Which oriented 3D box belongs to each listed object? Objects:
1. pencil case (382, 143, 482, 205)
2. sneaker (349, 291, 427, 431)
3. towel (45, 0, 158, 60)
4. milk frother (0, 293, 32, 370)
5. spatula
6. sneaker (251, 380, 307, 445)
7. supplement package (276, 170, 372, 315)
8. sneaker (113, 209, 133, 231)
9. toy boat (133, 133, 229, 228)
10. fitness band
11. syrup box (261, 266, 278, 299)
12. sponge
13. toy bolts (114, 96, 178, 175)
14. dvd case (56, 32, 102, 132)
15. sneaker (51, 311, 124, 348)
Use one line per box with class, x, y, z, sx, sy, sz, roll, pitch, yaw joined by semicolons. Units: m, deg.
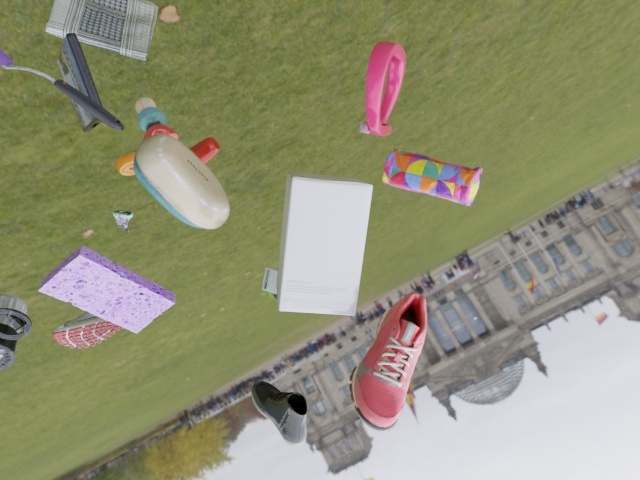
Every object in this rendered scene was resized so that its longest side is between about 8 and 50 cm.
pencil case;0.267;-0.158;1.073;0.104;0.236;0.104;-39;141;-42
sneaker;0.149;0.227;0.909;0.136;0.116;0.314;110;6;-45
towel;-0.739;-0.780;1.527;0.312;0.324;0.056;9;146;-22
milk frother;-0.617;0.157;0.865;0.143;0.135;0.129;-18;133;-8
spatula;-0.473;-0.275;0.749;0.030;0.296;0.084;-56;-163;15
sneaker;-0.104;0.425;1.182;0.083;0.222;0.118;-14;125;-41
supplement package;0.000;0.000;1.009;0.175;0.293;0.177;5;-168;-8
sneaker;-0.624;-0.060;1.416;0.098;0.069;0.038;9;-155;43
toy boat;-0.339;-0.156;1.108;0.148;0.267;0.318;-31;-151;17
fitness band;0.151;-0.360;1.062;0.291;0.054;0.209;-39;141;-67
syrup box;-0.076;0.152;1.414;0.237;0.093;0.096;11;-179;44
sponge;-0.393;0.099;0.834;0.117;0.031;0.210;-35;133;15
toy bolts;-0.549;-0.329;1.375;0.218;0.158;0.228;-21;169;-27
dvd case;-0.570;-0.360;1.046;0.022;0.180;0.253;-24;-162;-31
sneaker;-0.530;0.186;1.077;0.225;0.093;0.088;-21;145;-40
